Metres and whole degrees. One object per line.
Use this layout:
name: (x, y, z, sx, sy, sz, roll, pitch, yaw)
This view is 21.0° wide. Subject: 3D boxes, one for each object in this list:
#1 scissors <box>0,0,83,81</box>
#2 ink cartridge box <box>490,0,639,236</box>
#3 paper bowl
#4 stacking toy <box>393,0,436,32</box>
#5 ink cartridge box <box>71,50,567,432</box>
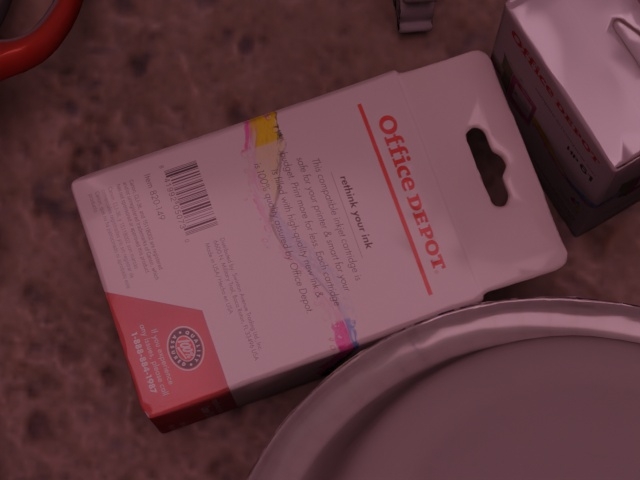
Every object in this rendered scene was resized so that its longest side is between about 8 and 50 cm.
scissors: (-0.175, -0.048, 0.753, 0.109, 0.021, 0.297, 2, 45, 5)
ink cartridge box: (0.119, -0.063, 0.775, 0.052, 0.122, 0.088, -31, 78, -8)
paper bowl: (0.098, 0.152, 0.677, 0.284, 0.148, 0.284, 0, 61, -1)
stacking toy: (0.113, -0.207, 0.851, 0.167, 0.052, 0.221, -3, 75, -3)
ink cartridge box: (0.000, 0.000, 0.788, 0.198, 0.067, 0.115, -19, 78, -3)
